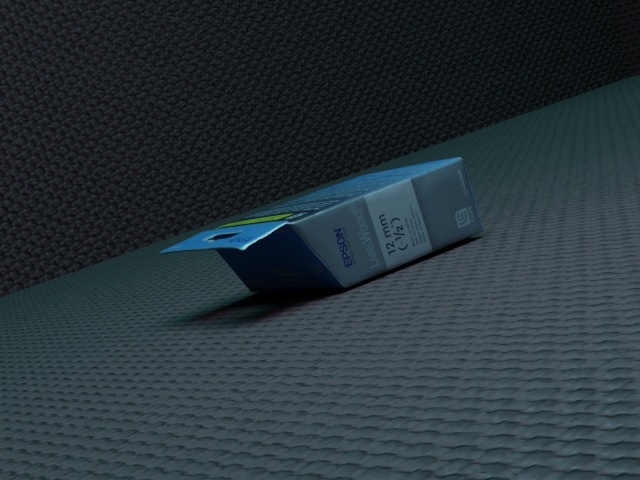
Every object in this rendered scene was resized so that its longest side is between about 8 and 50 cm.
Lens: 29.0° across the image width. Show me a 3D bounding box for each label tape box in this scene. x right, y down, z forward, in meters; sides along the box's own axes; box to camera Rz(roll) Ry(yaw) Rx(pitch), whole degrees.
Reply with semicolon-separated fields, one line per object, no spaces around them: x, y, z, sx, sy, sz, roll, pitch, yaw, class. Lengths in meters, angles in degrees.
0.000;0.000;1.630;0.347;0.115;0.249;-23;9;-30;label tape box
